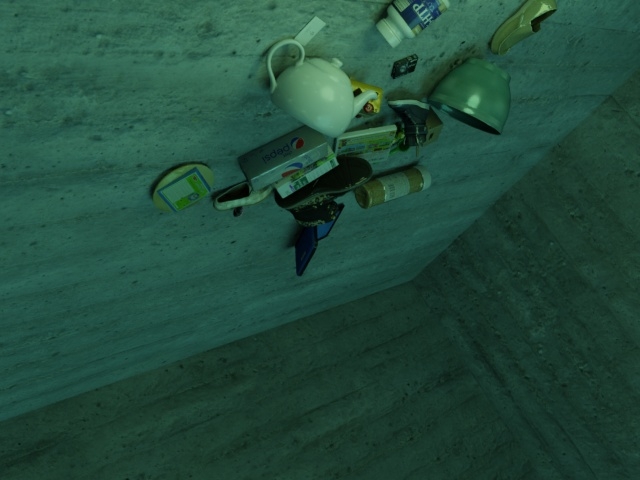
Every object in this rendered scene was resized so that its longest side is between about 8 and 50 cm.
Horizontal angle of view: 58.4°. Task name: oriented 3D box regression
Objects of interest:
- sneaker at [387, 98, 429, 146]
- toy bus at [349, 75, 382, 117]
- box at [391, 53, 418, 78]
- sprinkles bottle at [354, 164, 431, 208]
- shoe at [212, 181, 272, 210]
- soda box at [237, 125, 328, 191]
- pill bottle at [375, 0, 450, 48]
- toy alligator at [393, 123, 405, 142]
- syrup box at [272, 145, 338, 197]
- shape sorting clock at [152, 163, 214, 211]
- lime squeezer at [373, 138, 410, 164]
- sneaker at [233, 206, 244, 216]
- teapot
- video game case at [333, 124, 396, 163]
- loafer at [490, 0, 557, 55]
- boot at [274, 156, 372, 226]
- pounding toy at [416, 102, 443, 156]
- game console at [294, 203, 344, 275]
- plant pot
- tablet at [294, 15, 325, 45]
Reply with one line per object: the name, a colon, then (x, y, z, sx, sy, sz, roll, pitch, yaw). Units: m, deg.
sneaker: (0.315, -0.422, 2.053, 0.226, 0.086, 0.163, -2, 101, -47)
toy bus: (0.090, -0.449, 1.767, 0.191, 0.104, 0.202, 10, 177, 27)
box: (0.275, -0.568, 1.871, 0.083, 0.018, 0.067, -25, 159, -16)
sprinkles bottle: (0.325, -0.242, 2.553, 0.356, 0.121, 0.121, -19, 157, -28)
shoe: (-0.267, -0.159, 1.987, 0.219, 0.076, 0.058, -22, 163, -17)
soda box: (-0.120, -0.276, 1.890, 0.287, 0.098, 0.091, -28, 160, -9)
pill bottle: (0.249, -0.624, 1.574, 0.187, 0.112, 0.112, -38, 158, 18)
toy alligator: (0.260, -0.401, 2.206, 0.190, 0.056, 0.051, -27, 116, 10)
syrup box: (-0.065, -0.256, 2.013, 0.237, 0.096, 0.093, -32, 160, 0)
shape sorting clock: (-0.430, -0.165, 1.797, 0.206, 0.040, 0.206, -26, 155, -13)
lime squeezer: (0.358, -0.399, 2.355, 0.311, 0.058, 0.110, -27, -171, -15)
sneaker: (-0.301, -0.130, 2.063, 0.057, 0.047, 0.119, -7, 142, -35)
teapot: (-0.006, -0.417, 1.573, 0.187, 0.253, 0.256, -59, 166, 16)
video game case: (0.158, -0.347, 2.141, 0.227, 0.026, 0.206, -11, 156, -10)
loafer: (0.697, -0.734, 1.965, 0.102, 0.092, 0.268, -11, 152, -43)
boot: (0.029, -0.179, 2.236, 0.378, 0.138, 0.284, -23, 160, 3)
pounding toy: (0.394, -0.424, 2.211, 0.100, 0.130, 0.141, -25, 159, -14)
game console: (0.000, 0.000, 2.608, 0.174, 0.250, 0.293, 6, 147, -16)
plant pot: (0.556, -0.526, 2.043, 0.293, 0.293, 0.196, 8, 111, -60)
tablet: (-0.028, -0.551, 1.510, 0.083, 0.006, 0.054, -39, 158, 23)
